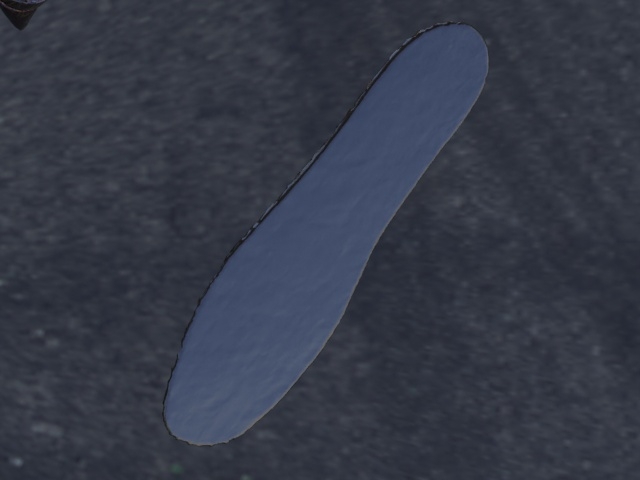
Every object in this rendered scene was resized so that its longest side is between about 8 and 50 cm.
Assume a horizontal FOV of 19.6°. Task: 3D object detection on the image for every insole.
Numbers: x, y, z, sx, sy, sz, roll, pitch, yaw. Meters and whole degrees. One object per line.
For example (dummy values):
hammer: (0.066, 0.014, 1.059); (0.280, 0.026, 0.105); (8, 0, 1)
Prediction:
insole: (0.000, 0.000, 1.159); (0.111, 0.007, 0.328); (22, 108, -42)

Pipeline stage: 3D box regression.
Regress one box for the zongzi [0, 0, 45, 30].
zongzi: (-0.167, -0.158, 0.988); (0.067, 0.083, 0.073); (-29, 90, -33)
